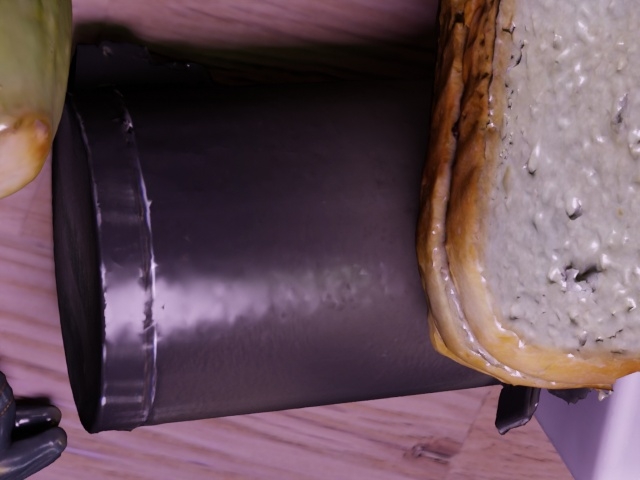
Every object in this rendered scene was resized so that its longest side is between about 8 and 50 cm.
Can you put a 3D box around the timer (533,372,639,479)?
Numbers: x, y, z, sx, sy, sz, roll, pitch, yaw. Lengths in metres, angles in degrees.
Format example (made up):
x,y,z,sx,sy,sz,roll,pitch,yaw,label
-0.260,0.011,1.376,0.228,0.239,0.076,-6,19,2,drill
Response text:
x,y,z,sx,sy,sz,roll,pitch,yaw,label
0.248,0.043,1.139,0.195,0.192,0.194,-3,119,-16,timer

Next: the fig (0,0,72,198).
x,y,z,sx,sy,sz,roll,pitch,yaw,label
-0.231,-0.112,0.884,0.207,0.230,0.207,-7,121,-12,fig

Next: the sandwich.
x,y,z,sx,sy,sz,roll,pitch,yaw,label
0.186,-0.034,0.944,0.273,0.095,0.249,8,85,-19,sandwich

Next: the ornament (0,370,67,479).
x,y,z,sx,sy,sz,roll,pitch,yaw,label
-0.288,0.074,1.067,0.202,0.080,0.236,-22,125,-7,ornament

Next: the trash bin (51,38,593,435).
x,y,z,sx,sy,sz,roll,pitch,yaw,label
0.000,0.000,1.039,0.302,0.203,0.252,-4,77,-15,trash bin
